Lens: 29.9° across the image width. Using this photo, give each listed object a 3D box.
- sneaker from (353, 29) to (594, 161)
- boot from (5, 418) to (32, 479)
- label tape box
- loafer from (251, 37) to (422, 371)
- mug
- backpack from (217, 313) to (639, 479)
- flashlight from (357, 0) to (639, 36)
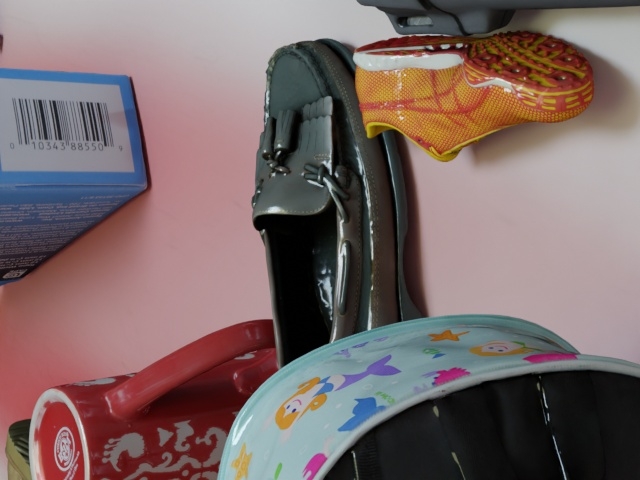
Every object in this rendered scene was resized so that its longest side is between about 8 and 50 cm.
[{"bbox_3d":[0.083,-0.075,0.639,0.175,0.064,0.067,17,123,59],"label":"sneaker"},{"bbox_3d":[-0.234,0.325,1.068,0.236,0.089,0.270,38,122,58],"label":"boot"},{"bbox_3d":[-0.343,-0.037,1.050,0.347,0.249,0.115,-25,72,52],"label":"label tape box"},{"bbox_3d":[0.000,0.000,0.722,0.096,0.084,0.268,-28,69,51],"label":"loafer"},{"bbox_3d":[-0.094,0.115,0.785,0.113,0.169,0.150,22,110,52],"label":"mug"},{"bbox_3d":[0.062,0.158,0.521,0.191,0.225,0.254,-146,49,-67],"label":"backpack"},{"bbox_3d":[0.123,-0.153,0.535,0.304,0.103,0.103,15,77,53],"label":"flashlight"}]
